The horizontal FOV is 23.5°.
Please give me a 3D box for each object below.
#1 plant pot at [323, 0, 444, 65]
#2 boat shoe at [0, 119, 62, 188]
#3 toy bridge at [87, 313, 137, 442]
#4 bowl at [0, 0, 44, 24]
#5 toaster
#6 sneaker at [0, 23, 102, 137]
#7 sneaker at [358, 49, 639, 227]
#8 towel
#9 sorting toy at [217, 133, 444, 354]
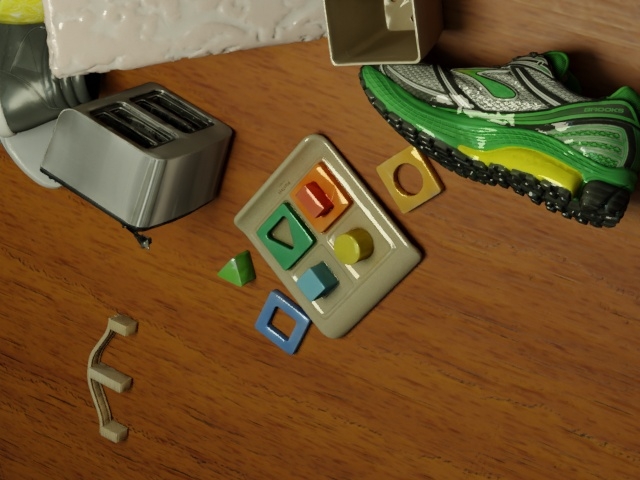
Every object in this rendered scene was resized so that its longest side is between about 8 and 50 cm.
[{"bbox_3d":[0.075,-0.249,1.629,0.109,0.096,0.109,3,109,33],"label":"plant pot"},{"bbox_3d":[-0.404,-0.176,1.977,0.267,0.096,0.088,51,155,0],"label":"boat shoe"},{"bbox_3d":[-0.284,0.184,2.070,0.063,0.026,0.188,23,119,27],"label":"toy bridge"},{"bbox_3d":[-0.272,-0.375,1.752,0.156,0.289,0.289,10,122,-17],"label":"bowl"},{"bbox_3d":[-0.211,-0.097,1.828,0.185,0.168,0.110,32,121,20],"label":"toaster"},{"bbox_3d":[-0.341,-0.281,1.899,0.147,0.104,0.296,-8,83,5],"label":"sneaker"},{"bbox_3d":[0.190,-0.133,1.602,0.343,0.134,0.146,24,83,31],"label":"sneaker"},{"bbox_3d":[-0.142,-0.343,1.617,0.332,0.053,0.317,-10,116,-10],"label":"towel"},{"bbox_3d":[0.000,0.000,1.802,0.196,0.047,0.348,49,126,8],"label":"sorting toy"}]
